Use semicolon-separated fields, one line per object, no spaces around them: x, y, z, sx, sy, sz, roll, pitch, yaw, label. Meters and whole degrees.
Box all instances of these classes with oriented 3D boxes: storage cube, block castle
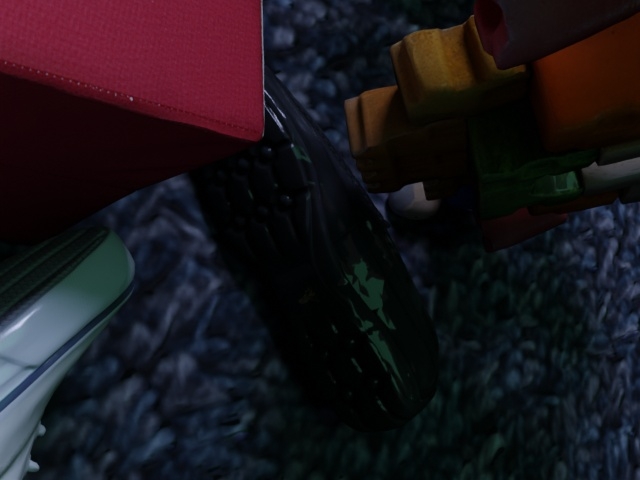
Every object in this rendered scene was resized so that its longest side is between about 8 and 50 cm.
-0.152;-0.122;0.475;0.193;0.184;0.215;13;67;-39;storage cube
0.095;-0.171;0.576;0.453;0.213;0.303;54;22;-78;block castle

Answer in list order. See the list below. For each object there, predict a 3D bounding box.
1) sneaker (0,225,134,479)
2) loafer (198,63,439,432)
-0.159;0.099;0.473;0.258;0.094;0.091;-49;122;-32;sneaker
0.000;0.000;0.653;0.223;0.076;0.078;62;33;-6;loafer
